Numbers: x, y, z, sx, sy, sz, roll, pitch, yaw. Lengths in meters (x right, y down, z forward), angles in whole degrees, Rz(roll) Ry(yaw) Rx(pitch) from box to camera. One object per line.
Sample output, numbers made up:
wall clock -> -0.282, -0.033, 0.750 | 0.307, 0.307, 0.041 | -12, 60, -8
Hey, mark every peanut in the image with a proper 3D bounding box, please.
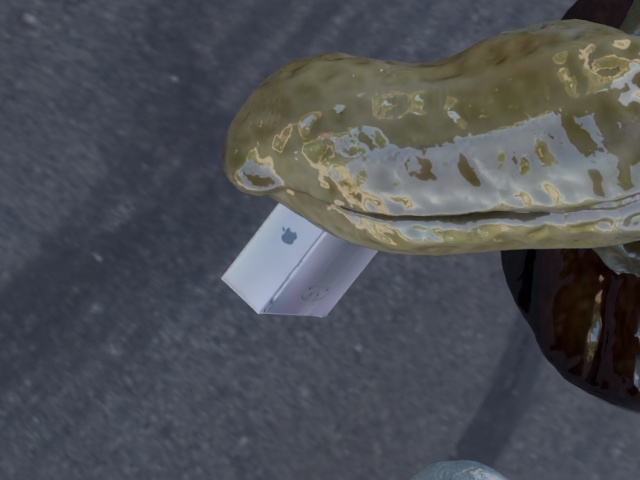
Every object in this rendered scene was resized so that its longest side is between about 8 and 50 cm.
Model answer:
peanut -> 0.052, -0.036, 0.576 | 0.174, 0.080, 0.080 | -1, 110, 15

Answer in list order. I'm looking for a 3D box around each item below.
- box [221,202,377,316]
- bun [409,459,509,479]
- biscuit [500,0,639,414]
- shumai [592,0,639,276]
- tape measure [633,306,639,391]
box -> 0.000, 0.000, 1.393 | 0.129, 0.051, 0.130 | -51, 159, 12
bun -> 0.137, 0.280, 1.631 | 0.140, 0.083, 0.141 | 7, 117, 13
biscuit -> 0.312, -0.055, 1.394 | 0.091, 0.407, 0.407 | 13, 98, -37
shumai -> 0.269, -0.077, 0.960 | 0.218, 0.189, 0.256 | 29, 70, 7
tape measure -> 0.334, 0.089, 1.019 | 0.197, 0.236, 0.120 | 27, 69, -54
